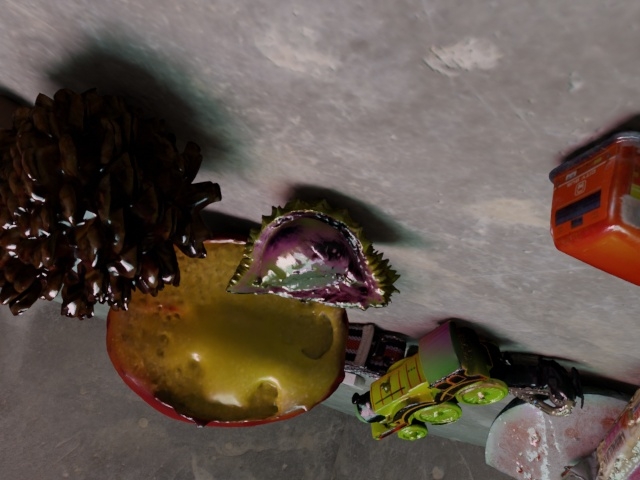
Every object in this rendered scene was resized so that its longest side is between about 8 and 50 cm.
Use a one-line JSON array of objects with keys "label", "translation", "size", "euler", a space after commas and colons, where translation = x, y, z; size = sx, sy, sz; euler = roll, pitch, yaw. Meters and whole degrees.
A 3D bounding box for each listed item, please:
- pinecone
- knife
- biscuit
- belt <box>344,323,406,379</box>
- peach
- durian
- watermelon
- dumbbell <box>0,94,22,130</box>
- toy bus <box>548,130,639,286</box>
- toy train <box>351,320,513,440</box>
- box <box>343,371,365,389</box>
[{"label": "pinecone", "translation": [-0.202, -0.029, 0.476], "size": [0.221, 0.221, 0.221], "euler": [16, 159, 6]}, {"label": "knife", "translation": [0.276, 0.238, 0.905], "size": [0.043, 0.089, 0.365], "euler": [17, 165, -34]}, {"label": "biscuit", "translation": [0.491, 0.281, 0.702], "size": [0.186, 0.079, 0.309], "euler": [16, 128, 12]}, {"label": "belt", "translation": [0.006, 0.214, 1.057], "size": [0.359, 0.094, 0.126], "euler": [6, 156, 31]}, {"label": "peach", "translation": [-0.116, 0.122, 0.688], "size": [0.338, 0.281, 0.281], "euler": [5, 156, 42]}, {"label": "durian", "translation": [0.000, -0.002, 0.556], "size": [0.187, 0.119, 0.108], "euler": [6, 120, 2]}, {"label": "watermelon", "translation": [0.458, 0.317, 0.894], "size": [0.322, 0.188, 0.175], "euler": [0, -169, 17]}, {"label": "dumbbell", "translation": [-0.301, -0.075, 0.607], "size": [0.231, 0.082, 0.092], "euler": [34, 153, -35]}, {"label": "toy bus", "translation": [0.242, -0.002, 0.336], "size": [0.174, 0.077, 0.079], "euler": [22, 159, -8]}, {"label": "toy train", "translation": [0.175, 0.248, 0.858], "size": [0.160, 0.100, 0.296], "euler": [24, 131, -26]}, {"label": "box", "translation": [0.062, 0.451, 1.677], "size": [0.154, 0.040, 0.084], "euler": [6, 155, 32]}]
